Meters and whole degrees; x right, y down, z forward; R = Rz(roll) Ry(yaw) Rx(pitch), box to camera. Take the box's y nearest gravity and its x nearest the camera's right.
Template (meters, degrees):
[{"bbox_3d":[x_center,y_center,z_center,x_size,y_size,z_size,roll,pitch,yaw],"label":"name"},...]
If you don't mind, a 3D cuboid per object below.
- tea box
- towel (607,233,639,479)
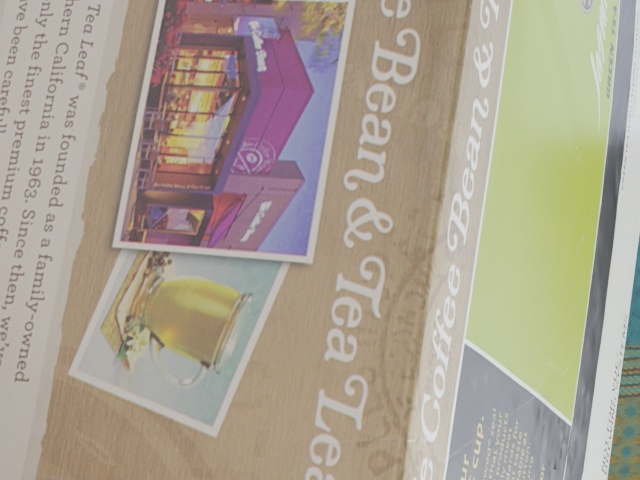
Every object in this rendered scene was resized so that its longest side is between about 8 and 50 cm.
[{"bbox_3d":[0.000,0.000,0.768,0.220,0.323,0.329,4,-105,21],"label":"tea box"},{"bbox_3d":[0.239,0.100,1.096,0.271,0.040,0.370,1,-59,3],"label":"towel"}]
